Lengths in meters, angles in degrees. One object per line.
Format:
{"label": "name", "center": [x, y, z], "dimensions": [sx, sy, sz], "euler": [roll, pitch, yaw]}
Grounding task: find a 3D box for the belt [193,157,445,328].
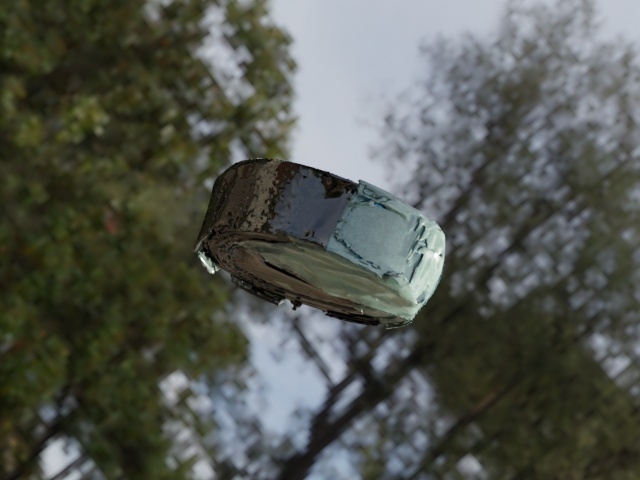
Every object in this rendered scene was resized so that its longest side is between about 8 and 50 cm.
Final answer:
{"label": "belt", "center": [0.000, 0.000, 1.048], "dimensions": [0.140, 0.058, 0.105], "euler": [16, -22, 10]}
